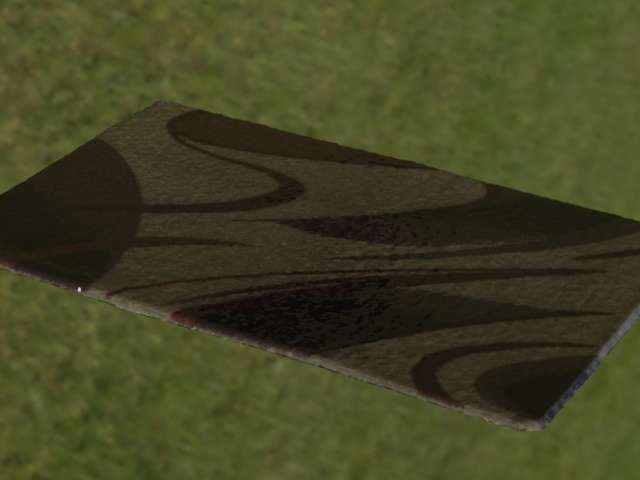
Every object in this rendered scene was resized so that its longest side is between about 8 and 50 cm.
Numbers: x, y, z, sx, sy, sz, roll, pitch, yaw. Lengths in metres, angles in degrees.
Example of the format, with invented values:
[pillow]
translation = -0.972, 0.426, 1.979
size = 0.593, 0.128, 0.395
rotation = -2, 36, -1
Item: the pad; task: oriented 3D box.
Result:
[pad]
translation = 0.000, 0.000, 0.983
size = 0.220, 0.330, 0.004
rotation = -39, 138, -53
